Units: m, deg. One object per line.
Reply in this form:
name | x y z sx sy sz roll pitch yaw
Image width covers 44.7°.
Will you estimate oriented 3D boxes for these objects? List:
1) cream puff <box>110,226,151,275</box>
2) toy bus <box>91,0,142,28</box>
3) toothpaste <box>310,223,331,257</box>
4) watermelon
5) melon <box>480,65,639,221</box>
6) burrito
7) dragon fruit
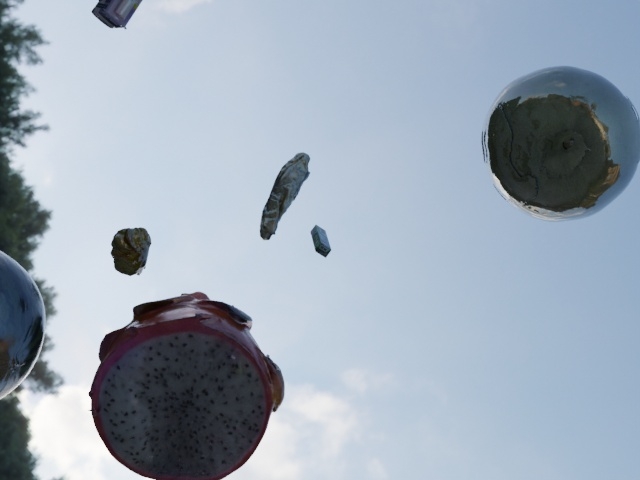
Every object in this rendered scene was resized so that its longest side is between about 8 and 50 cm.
cream puff | -0.298 0.017 1.240 0.058 0.083 0.083 39 -70 29
toy bus | -0.329 -0.406 1.299 0.058 0.102 0.052 24 -10 45
toothpaste | 0.000 0.000 1.168 0.020 0.083 0.017 33 -75 -17
watermelon | -0.443 0.100 0.934 0.212 0.212 0.212 18 -54 28
melon | 0.410 -0.165 1.330 0.268 0.330 0.268 2 -85 17
burrito | -0.077 -0.095 1.660 0.058 0.229 0.063 2 -37 28
dragon fruit | -0.211 0.214 1.195 0.291 0.189 0.290 -2 -78 -8
